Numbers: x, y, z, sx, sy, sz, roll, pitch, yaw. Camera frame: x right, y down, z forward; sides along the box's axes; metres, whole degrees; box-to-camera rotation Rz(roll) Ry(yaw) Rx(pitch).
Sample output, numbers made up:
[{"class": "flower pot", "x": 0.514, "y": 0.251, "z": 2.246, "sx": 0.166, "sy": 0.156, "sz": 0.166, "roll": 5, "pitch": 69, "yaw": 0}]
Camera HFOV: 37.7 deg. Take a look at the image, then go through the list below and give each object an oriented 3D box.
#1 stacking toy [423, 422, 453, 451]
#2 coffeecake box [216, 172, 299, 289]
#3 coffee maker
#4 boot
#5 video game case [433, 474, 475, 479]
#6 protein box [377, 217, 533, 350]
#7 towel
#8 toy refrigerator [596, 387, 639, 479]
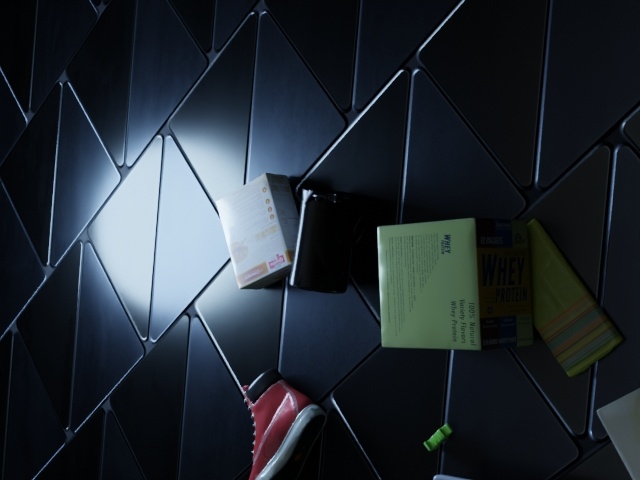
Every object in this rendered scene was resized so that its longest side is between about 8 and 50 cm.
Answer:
[{"class": "stacking toy", "x": 0.189, "y": 0.440, "z": 1.562, "sx": 0.221, "sy": 0.052, "sz": 0.167, "roll": -52, "pitch": 60, "yaw": 24}, {"class": "coffeecake box", "x": -0.110, "y": -0.016, "z": 1.801, "sx": 0.142, "sy": 0.068, "sz": 0.186, "roll": -26, "pitch": 73, "yaw": 34}, {"class": "coffee maker", "x": 0.000, "y": 0.000, "z": 1.651, "sx": 0.120, "sy": 0.171, "sz": 0.178, "roll": 9, "pitch": 96, "yaw": 22}, {"class": "boot", "x": -0.110, "y": 0.374, "z": 1.780, "sx": 0.176, "sy": 0.088, "sz": 0.244, "roll": 36, "pitch": 102, "yaw": 34}, {"class": "video game case", "x": 0.304, "y": 0.524, "z": 1.385, "sx": 0.329, "sy": 0.036, "sz": 0.300, "roll": 2, "pitch": 81, "yaw": 33}, {"class": "protein box", "x": 0.211, "y": 0.069, "z": 1.486, "sx": 0.201, "sy": 0.136, "sz": 0.200, "roll": -5, "pitch": 86, "yaw": 47}, {"class": "towel", "x": 0.364, "y": 0.088, "z": 1.459, "sx": 0.102, "sy": 0.021, "sz": 0.237, "roll": -41, "pitch": 64, "yaw": 23}, {"class": "toy refrigerator", "x": 0.502, "y": 0.331, "z": 1.286, "sx": 0.094, "sy": 0.102, "sz": 0.270, "roll": -38, "pitch": 66, "yaw": 33}]
